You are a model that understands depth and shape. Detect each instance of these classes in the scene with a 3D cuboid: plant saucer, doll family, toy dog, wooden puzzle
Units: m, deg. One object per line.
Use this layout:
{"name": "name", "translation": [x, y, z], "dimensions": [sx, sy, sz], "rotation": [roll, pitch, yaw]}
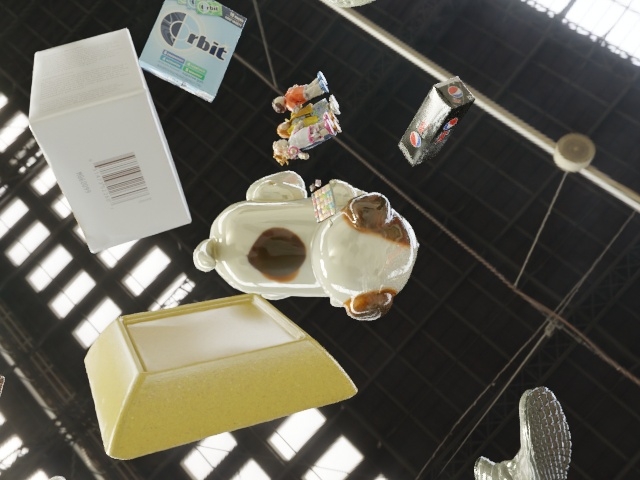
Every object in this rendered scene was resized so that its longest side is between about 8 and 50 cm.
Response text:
{"name": "plant saucer", "translation": [-0.164, 0.163, 0.882], "dimensions": [0.333, 0.333, 0.081], "rotation": [-8, -76, -25]}
{"name": "doll family", "translation": [-0.036, -0.248, 1.351], "dimensions": [0.163, 0.118, 0.263], "rotation": [-24, -138, 19]}
{"name": "toy dog", "translation": [0.000, 0.000, 1.166], "dimensions": [0.408, 0.395, 0.284], "rotation": [8, -87, 40]}
{"name": "wooden puzzle", "translation": [0.006, -0.059, 0.947], "dimensions": [0.006, 0.049, 0.083], "rotation": [-1, -106, -38]}

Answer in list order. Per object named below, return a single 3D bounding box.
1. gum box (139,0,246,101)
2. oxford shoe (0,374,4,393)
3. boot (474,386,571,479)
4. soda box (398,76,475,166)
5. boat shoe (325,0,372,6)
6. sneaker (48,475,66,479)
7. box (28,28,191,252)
{"name": "gum box", "translation": [-0.252, -0.394, 1.186], "dimensions": [0.157, 0.041, 0.184], "rotation": [24, -103, -19]}
{"name": "oxford shoe", "translation": [-0.518, 0.117, 0.617], "dimensions": [0.130, 0.364, 0.133], "rotation": [3, -120, 52]}
{"name": "boot", "translation": [0.294, 0.347, 0.909], "dimensions": [0.083, 0.161, 0.246], "rotation": [-2, -99, -33]}
{"name": "soda box", "translation": [0.198, -0.203, 1.036], "dimensions": [0.060, 0.169, 0.053], "rotation": [-25, -107, -26]}
{"name": "boat shoe", "translation": [0.151, -0.520, 0.768], "dimensions": [0.187, 0.500, 0.156], "rotation": [33, -143, -12]}
{"name": "sneaker", "translation": [-0.432, 0.444, 0.944], "dimensions": [0.054, 0.061, 0.152], "rotation": [1, -134, -5]}
{"name": "box", "translation": [-0.190, -0.096, 0.542], "dimensions": [0.091, 0.130, 0.170], "rotation": [-19, -142, -10]}
